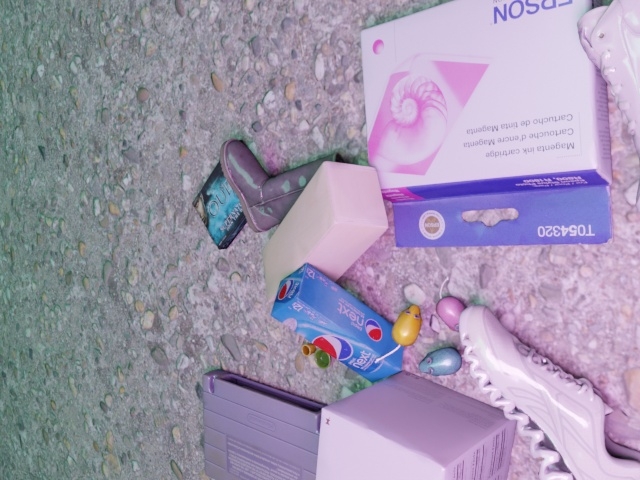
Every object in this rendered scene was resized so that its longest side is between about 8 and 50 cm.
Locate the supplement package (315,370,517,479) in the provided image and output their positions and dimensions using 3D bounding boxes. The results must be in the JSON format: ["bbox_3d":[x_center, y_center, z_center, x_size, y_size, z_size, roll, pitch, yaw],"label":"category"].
[{"bbox_3d":[0.131,0.303,0.834,0.194,0.203,0.150,14,105,40],"label":"supplement package"}]

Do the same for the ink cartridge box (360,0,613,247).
[{"bbox_3d":[0.205,-0.152,0.801,0.323,0.071,0.331,-3,92,41],"label":"ink cartridge box"}]

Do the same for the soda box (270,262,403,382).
[{"bbox_3d":[0.030,0.128,0.905,0.210,0.071,0.067,36,132,-21],"label":"soda box"}]

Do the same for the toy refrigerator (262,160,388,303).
[{"bbox_3d":[0.000,0.000,0.929,0.269,0.094,0.102,129,139,-52],"label":"toy refrigerator"}]

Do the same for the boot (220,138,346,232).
[{"bbox_3d":[-0.056,-0.108,1.008,0.208,0.076,0.190,-14,108,42],"label":"boot"}]

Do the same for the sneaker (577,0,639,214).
[{"bbox_3d":[0.347,-0.172,0.635,0.152,0.114,0.306,8,92,27],"label":"sneaker"}]

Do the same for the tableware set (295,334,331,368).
[{"bbox_3d":[0.000,0.143,1.048,0.104,0.024,0.154,32,115,34],"label":"tableware set"}]

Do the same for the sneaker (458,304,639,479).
[{"bbox_3d":[0.287,0.196,0.760,0.118,0.110,0.292,-40,78,29],"label":"sneaker"}]

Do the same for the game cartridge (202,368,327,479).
[{"bbox_3d":[-0.093,0.395,1.142,0.354,0.068,0.231,7,104,40],"label":"game cartridge"}]

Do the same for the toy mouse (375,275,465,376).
[{"bbox_3d":[0.176,0.137,0.856,0.143,0.031,0.161,27,85,13],"label":"toy mouse"}]

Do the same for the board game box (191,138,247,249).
[{"bbox_3d":[-0.176,-0.087,1.171,0.186,0.026,0.126,-48,65,34],"label":"board game box"}]
